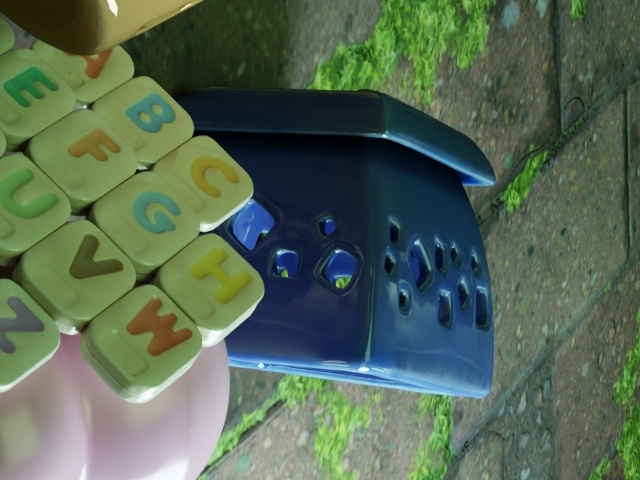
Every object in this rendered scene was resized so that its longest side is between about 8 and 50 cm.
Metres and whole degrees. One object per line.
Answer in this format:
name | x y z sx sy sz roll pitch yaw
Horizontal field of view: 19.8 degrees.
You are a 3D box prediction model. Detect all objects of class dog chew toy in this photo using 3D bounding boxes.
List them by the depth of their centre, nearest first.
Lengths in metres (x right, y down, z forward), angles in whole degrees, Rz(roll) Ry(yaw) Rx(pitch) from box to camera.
dog chew toy | -0.211 0.107 1.127 0.332 0.206 0.206 -18 115 -49

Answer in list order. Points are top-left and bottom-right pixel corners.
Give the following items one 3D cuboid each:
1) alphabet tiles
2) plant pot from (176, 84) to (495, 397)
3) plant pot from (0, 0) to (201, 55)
alphabet tiles | -0.167 -0.034 1.117 0.278 0.284 0.021 -39 172 -48
plant pot | 0.000 0.000 1.422 0.236 0.236 0.212 20 77 -59
plant pot | -0.129 -0.250 1.096 0.203 0.291 0.291 -44 138 -21
